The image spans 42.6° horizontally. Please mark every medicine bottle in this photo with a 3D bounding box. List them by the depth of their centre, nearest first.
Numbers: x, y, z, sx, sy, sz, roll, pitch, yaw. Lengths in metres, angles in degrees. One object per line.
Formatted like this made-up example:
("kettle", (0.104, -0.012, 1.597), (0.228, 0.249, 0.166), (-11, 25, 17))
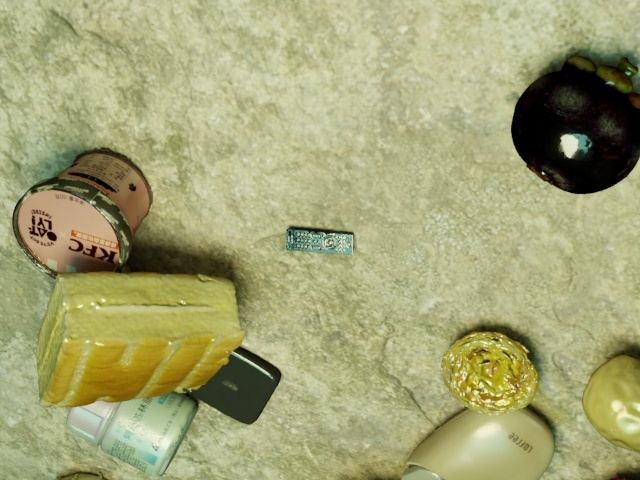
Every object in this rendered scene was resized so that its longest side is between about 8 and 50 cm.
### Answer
("medicine bottle", (-0.291, 0.274, 1.275), (0.168, 0.135, 0.135), (26, 126, 1))

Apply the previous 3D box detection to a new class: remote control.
("remote control", (0.000, 0.000, 1.074), (0.091, 0.016, 0.034), (5, 107, 15))

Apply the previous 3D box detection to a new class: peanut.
("peanut", (0.467, 0.253, 1.010), (0.318, 0.147, 0.147), (27, 126, -4))

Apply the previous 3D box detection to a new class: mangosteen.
("mangosteen", (0.274, -0.126, 0.848), (0.137, 0.137, 0.151), (36, 91, -7))

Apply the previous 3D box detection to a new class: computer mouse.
("computer mouse", (0.222, 0.316, 1.166), (0.145, 0.082, 0.236), (38, 124, -9))

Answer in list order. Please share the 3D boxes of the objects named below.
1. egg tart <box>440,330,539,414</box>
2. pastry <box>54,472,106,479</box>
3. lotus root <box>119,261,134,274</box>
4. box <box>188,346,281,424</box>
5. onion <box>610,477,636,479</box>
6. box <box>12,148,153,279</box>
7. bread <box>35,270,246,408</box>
("egg tart", (0.223, 0.170, 1.084), (0.128, 0.049, 0.129), (7, 115, 14))
("pastry", (-0.424, 0.492, 1.488), (0.165, 0.088, 0.166), (9, 121, 15))
("lotus root", (-0.332, 0.088, 1.199), (0.108, 0.094, 0.191), (49, 135, 13))
("box", (-0.132, 0.212, 1.250), (0.126, 0.027, 0.125), (30, 123, 0))
("onion", (0.451, 0.381, 1.098), (0.198, 0.135, 0.173), (-17, 152, 23))
("box", (-0.301, -0.038, 1.076), (0.151, 0.135, 0.151), (8, 127, 11))
("bread", (-0.248, 0.140, 1.106), (0.239, 0.111, 0.246), (2, 150, -27))
